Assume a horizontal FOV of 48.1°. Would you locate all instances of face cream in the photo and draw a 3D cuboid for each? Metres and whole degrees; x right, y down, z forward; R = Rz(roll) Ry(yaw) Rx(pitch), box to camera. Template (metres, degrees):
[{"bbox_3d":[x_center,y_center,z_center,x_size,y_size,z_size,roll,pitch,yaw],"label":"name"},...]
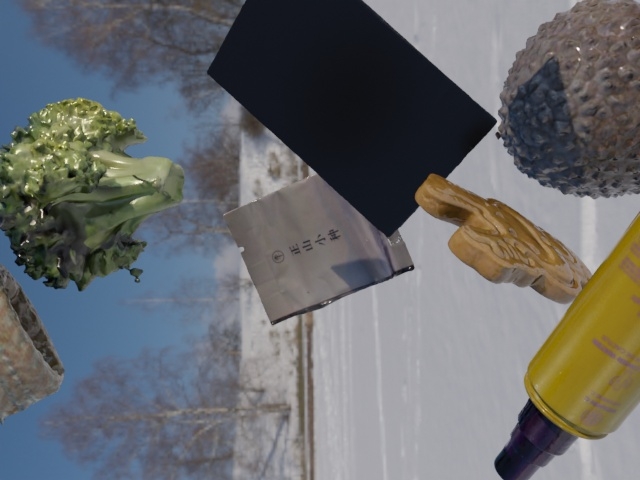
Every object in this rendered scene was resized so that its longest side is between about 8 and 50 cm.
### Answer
[{"bbox_3d":[0.205,0.078,0.511,0.078,0.078,0.273,-89,21,-60],"label":"face cream"}]

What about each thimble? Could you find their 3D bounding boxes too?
[{"bbox_3d":[-0.518,0.160,1.127,0.229,0.148,0.196,64,169,-11],"label":"thimble"}]

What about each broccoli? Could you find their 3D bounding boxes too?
[{"bbox_3d":[-0.369,-0.076,1.205,0.348,0.280,0.293,-71,-27,-50],"label":"broccoli"}]

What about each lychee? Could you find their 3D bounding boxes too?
[{"bbox_3d":[0.392,-0.184,0.997,0.300,0.300,0.300,-1,-90,-89],"label":"lychee"}]

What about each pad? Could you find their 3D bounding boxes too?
[{"bbox_3d":[0.023,-0.163,0.800,0.202,0.300,0.005,-50,-3,38],"label":"pad"}]

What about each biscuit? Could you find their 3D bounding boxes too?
[{"bbox_3d":[0.200,0.004,0.729,0.040,0.236,0.144,-50,44,31],"label":"biscuit"}]

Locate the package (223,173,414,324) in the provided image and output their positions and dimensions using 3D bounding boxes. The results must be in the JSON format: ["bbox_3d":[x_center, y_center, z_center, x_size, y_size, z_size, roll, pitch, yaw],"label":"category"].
[{"bbox_3d":[0.000,0.000,1.137,0.062,0.251,0.204,-60,-51,-82],"label":"package"}]
